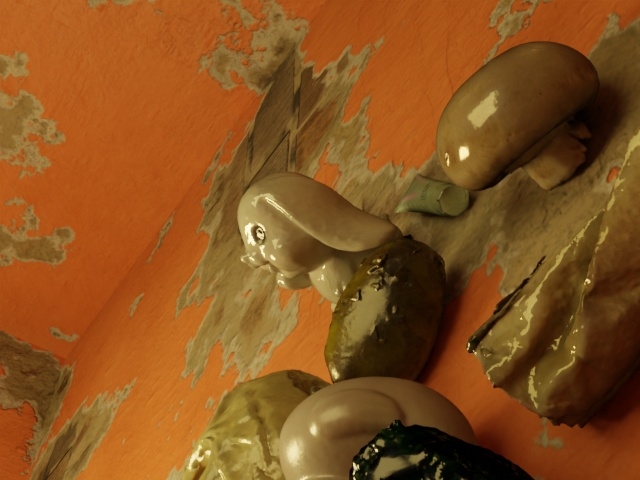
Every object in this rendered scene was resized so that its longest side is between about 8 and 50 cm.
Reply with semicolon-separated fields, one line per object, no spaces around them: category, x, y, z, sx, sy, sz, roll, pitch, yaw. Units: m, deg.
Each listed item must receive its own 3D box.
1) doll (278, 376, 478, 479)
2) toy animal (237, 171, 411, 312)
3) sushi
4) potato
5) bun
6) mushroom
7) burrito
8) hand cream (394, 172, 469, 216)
doll;0.052;0.272;0.939;0.251;0.221;0.221;-17;36;14
toy animal;0.017;0.006;1.335;0.249;0.289;0.174;9;68;47
sushi;0.132;0.251;0.774;0.225;0.127;0.124;30;92;26
potato;0.088;0.114;1.182;0.149;0.113;0.251;25;79;25
bun;-0.087;0.340;1.213;0.364;0.202;0.364;-51;22;31
mushroom;0.252;-0.144;1.100;0.226;0.178;0.226;-35;1;1
burrito;0.289;0.022;0.816;0.135;0.190;0.332;46;113;32
hand cream;0.169;-0.069;1.353;0.078;0.050;0.205;-62;16;-2
